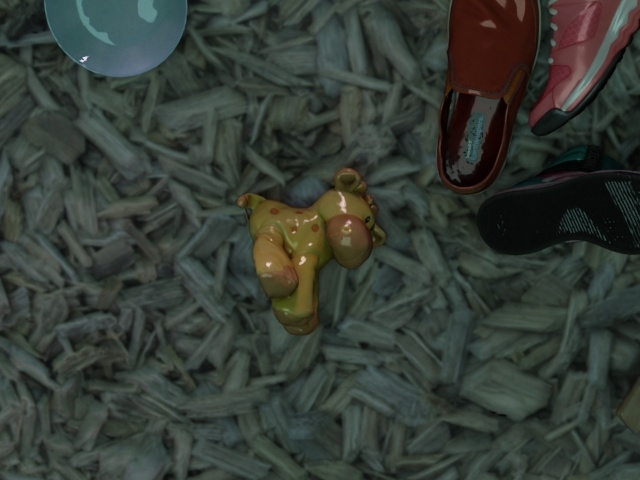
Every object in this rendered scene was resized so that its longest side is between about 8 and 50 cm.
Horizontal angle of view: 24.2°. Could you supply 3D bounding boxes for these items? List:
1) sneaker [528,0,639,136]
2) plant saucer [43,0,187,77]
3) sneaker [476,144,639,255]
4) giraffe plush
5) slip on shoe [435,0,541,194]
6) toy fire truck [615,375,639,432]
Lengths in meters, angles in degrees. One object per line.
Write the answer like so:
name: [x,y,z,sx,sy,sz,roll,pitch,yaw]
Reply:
sneaker: [0.330,-0.280,1.866,0.136,0.116,0.314,33,102,9]
plant saucer: [-0.266,-0.314,1.970,0.195,0.037,0.195,3,107,8]
sneaker: [0.364,-0.050,1.876,0.296,0.178,0.123,-2,109,40]
giraffe plush: [0.000,0.000,1.977,0.170,0.181,0.210,-20,68,4]
slip on shoe: [0.208,-0.212,1.895,0.123,0.101,0.331,11,106,7]
toy fire truck: [0.528,0.183,1.949,0.246,0.158,0.217,-31,100,28]
